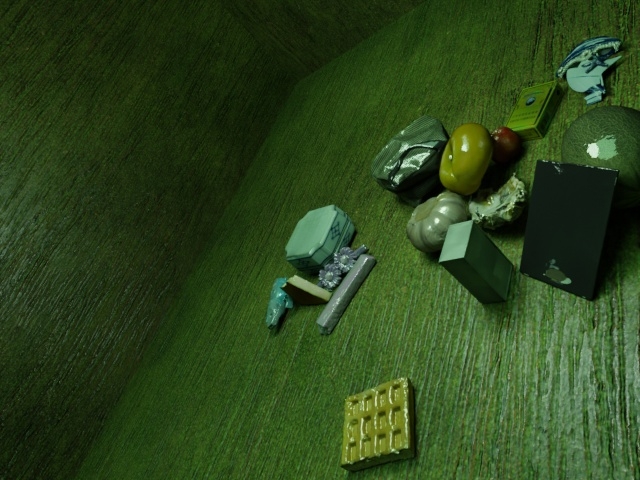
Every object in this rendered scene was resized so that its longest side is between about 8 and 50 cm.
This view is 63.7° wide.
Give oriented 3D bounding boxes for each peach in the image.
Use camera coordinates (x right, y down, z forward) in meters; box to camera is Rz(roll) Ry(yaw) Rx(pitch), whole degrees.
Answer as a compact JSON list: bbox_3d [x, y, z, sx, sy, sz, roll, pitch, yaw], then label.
[{"bbox_3d":[0.501,-0.274,1.771,0.251,0.153,0.252,-176,90,-86],"label":"peach"}]

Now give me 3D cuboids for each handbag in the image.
[{"bbox_3d":[0.384,-0.298,2.010,0.340,0.247,0.240,-41,40,10],"label":"handbag"}]

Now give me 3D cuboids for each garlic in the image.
[{"bbox_3d":[0.403,-0.054,1.754,0.228,0.152,0.228,-44,26,28],"label":"garlic"}]

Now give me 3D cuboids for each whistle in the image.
[{"bbox_3d":[-0.183,0.267,2.267,0.186,0.093,0.274,-41,26,42],"label":"whistle"}]

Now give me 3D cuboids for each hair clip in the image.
[{"bbox_3d":[0.081,0.109,2.106,0.292,0.084,0.106,-44,72,16],"label":"hair clip"}]

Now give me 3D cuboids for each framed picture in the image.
[{"bbox_3d":[0.632,-0.037,1.340,0.244,0.013,0.324,-149,59,-62],"label":"framed picture"}]

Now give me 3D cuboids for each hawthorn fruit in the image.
[{"bbox_3d":[0.635,-0.332,1.793,0.128,0.128,0.128,-35,31,25],"label":"hawthorn fruit"}]

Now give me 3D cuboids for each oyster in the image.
[{"bbox_3d":[0.567,-0.107,1.632,0.201,0.107,0.354,-39,6,22],"label":"oyster"}]

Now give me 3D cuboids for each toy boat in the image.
[{"bbox_3d":[0.932,-0.588,1.743,0.210,0.070,0.292,-42,32,25],"label":"toy boat"}]

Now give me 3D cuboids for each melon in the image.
[{"bbox_3d":[0.765,-0.215,1.340,0.237,0.237,0.302,-34,37,27],"label":"melon"}]

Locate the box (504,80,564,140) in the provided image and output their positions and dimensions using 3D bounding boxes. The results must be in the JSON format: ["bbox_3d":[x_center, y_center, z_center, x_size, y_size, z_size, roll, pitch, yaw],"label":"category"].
[{"bbox_3d":[0.755,-0.457,1.835,0.140,0.064,0.220,2,56,57],"label":"box"}]

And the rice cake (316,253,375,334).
[{"bbox_3d":[0.095,0.202,1.990,0.365,0.056,0.072,-55,26,-11],"label":"rice cake"}]

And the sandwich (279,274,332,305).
[{"bbox_3d":[-0.070,0.200,2.118,0.192,0.162,0.058,-11,43,48],"label":"sandwich"}]

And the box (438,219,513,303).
[{"bbox_3d":[0.446,0.065,1.467,0.086,0.225,0.130,-15,43,48],"label":"box"}]

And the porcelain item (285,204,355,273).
[{"bbox_3d":[0.000,0.000,2.266,0.281,0.157,0.286,-15,44,50],"label":"porcelain item"}]

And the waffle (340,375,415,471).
[{"bbox_3d":[0.166,0.529,1.487,0.247,0.055,0.221,-31,33,33],"label":"waffle"}]
